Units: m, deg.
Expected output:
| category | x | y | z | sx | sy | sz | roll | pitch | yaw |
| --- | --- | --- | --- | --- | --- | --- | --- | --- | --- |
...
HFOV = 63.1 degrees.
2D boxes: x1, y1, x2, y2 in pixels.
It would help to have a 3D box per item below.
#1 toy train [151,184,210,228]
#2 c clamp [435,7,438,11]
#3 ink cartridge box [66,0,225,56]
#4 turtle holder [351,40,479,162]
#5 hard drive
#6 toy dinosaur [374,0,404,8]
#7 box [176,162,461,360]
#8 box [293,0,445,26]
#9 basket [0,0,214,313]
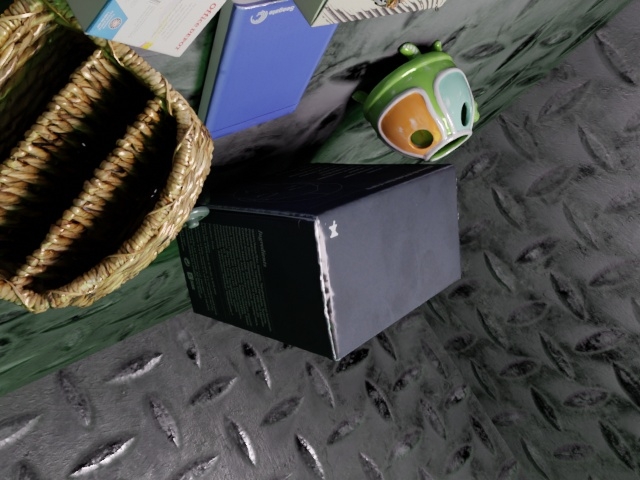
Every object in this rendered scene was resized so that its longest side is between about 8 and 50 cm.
| category | x | y | z | sx | sy | sz | roll | pitch | yaw |
| --- | --- | --- | --- | --- | --- | --- | --- | --- | --- |
| toy train | -0.351 | -0.058 | 0.941 | 0.190 | 0.142 | 0.334 | -23 | 177 | 27 |
| c clamp | 0.268 | -0.506 | 0.947 | 0.161 | 0.022 | 0.137 | -33 | 166 | 14 |
| ink cartridge box | -0.178 | -0.262 | 0.536 | 0.092 | 0.090 | 0.143 | -36 | 171 | 26 |
| turtle holder | 0.250 | -0.309 | 1.255 | 0.243 | 0.227 | 0.320 | -35 | 170 | 16 |
| hard drive | -0.085 | -0.289 | 0.847 | 0.210 | 0.040 | 0.318 | -27 | 169 | -28 |
| toy dinosaur | 0.053 | -0.366 | 0.473 | 0.218 | 0.164 | 0.322 | -38 | 167 | 5 |
| box | 0.000 | 0.000 | 1.219 | 0.472 | 0.297 | 0.480 | 6 | -159 | 44 |
| box | 0.080 | -0.379 | 0.710 | 0.275 | 0.113 | 0.094 | -24 | 169 | -34 |
| basket | -0.278 | -0.071 | 0.586 | 0.299 | 0.213 | 0.223 | -52 | 173 | -6 |
